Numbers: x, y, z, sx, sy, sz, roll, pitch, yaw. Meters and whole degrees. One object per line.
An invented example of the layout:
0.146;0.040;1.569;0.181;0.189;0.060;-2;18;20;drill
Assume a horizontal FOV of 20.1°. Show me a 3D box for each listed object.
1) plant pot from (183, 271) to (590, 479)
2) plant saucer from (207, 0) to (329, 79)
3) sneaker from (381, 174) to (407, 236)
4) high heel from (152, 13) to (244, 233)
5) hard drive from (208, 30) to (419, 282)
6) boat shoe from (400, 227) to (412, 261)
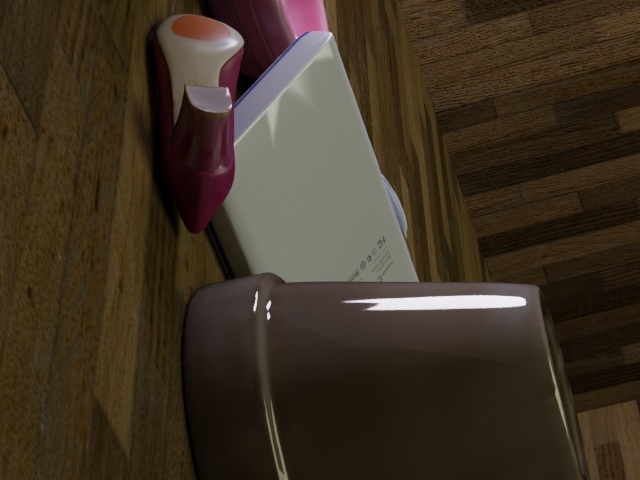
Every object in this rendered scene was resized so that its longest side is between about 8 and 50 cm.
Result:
0.070;0.161;1.506;0.323;0.280;0.323;-14;90;-81;plant pot
-0.072;-0.306;1.948;0.332;0.084;0.332;-15;90;-80;plant saucer
0.068;0.034;2.283;0.091;0.094;0.258;-178;-105;-78;sneaker
-0.107;-0.109;1.565;0.244;0.082;0.117;-112;-151;-58;high heel
-0.008;-0.007;1.710;0.210;0.040;0.318;-50;134;-36;hard drive
0.000;0.000;1.890;0.123;0.123;0.342;-63;152;-24;boat shoe
